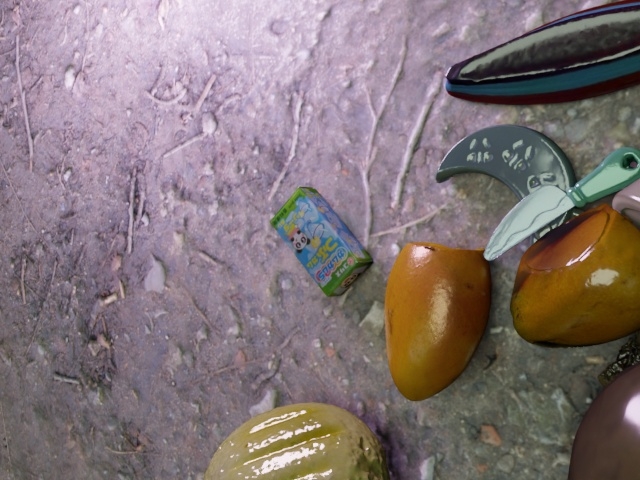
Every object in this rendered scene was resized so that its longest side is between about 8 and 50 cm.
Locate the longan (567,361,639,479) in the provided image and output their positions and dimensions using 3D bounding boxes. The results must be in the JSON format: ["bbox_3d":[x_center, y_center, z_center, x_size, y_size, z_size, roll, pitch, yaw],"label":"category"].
[{"bbox_3d":[0.484,0.306,0.732,0.405,0.336,0.404,1,92,20],"label":"longan"}]

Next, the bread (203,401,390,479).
[{"bbox_3d":[-0.040,0.418,1.083,0.321,0.320,0.237,-10,102,32],"label":"bread"}]

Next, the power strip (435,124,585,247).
[{"bbox_3d":[0.311,-0.084,1.020,0.253,0.054,0.167,44,112,26],"label":"power strip"}]

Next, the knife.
[{"bbox_3d":[0.343,-0.056,0.951,0.260,0.035,0.063,-32,75,21],"label":"knife"}]

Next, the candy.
[{"bbox_3d":[0.000,0.000,1.211,0.097,0.062,0.194,-48,67,22],"label":"candy"}]

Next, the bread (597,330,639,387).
[{"bbox_3d":[0.451,0.179,0.919,0.082,0.060,0.113,37,106,30],"label":"bread"}]

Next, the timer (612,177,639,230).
[{"bbox_3d":[0.538,-0.086,0.841,0.266,0.175,0.175,-45,65,4],"label":"timer"}]

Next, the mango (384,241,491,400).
[{"bbox_3d":[0.178,0.133,1.050,0.187,0.138,0.257,2,83,44],"label":"mango"}]

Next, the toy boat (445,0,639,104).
[{"bbox_3d":[0.366,-0.278,0.984,0.392,0.079,0.136,-7,83,29],"label":"toy boat"}]

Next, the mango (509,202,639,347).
[{"bbox_3d":[0.370,0.076,0.918,0.166,0.136,0.236,42,137,-12],"label":"mango"}]
